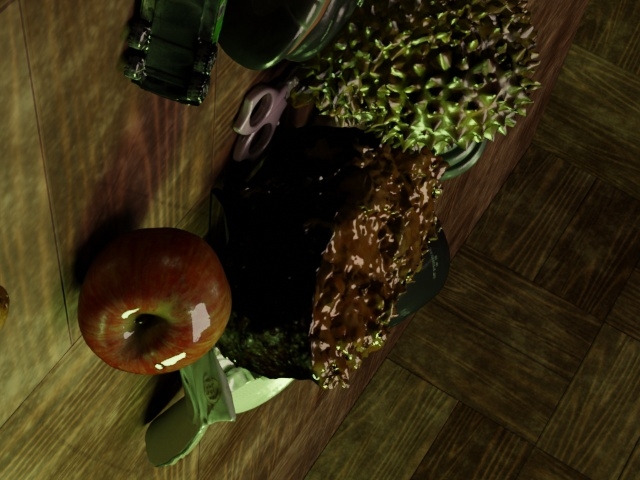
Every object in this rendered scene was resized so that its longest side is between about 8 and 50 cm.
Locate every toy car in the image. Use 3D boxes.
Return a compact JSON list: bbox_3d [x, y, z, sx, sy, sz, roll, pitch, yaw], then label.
[{"bbox_3d":[-0.109,-0.188,0.955,0.062,0.071,0.165,-69,178,-47],"label":"toy car"}]

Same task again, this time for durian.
[{"bbox_3d":[0.109,-0.218,1.314,0.258,0.293,0.258,-29,-123,59],"label":"durian"}]

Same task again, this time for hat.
[{"bbox_3d":[-0.132,0.159,1.543,0.301,0.168,0.258,-38,170,37],"label":"hat"}]

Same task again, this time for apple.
[{"bbox_3d":[-0.158,0.056,1.145,0.131,0.146,0.146,-80,-169,-61],"label":"apple"}]

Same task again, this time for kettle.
[{"bbox_3d":[0.045,0.032,1.850,0.290,0.207,0.268,-31,120,-49],"label":"kettle"}]

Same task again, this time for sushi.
[{"bbox_3d":[0.000,0.000,1.385,0.234,0.207,0.348,56,47,-41],"label":"sushi"}]

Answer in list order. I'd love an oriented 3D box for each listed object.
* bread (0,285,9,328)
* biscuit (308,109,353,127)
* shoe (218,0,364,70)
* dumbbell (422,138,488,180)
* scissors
[{"bbox_3d":[-0.274,0.042,0.875,0.052,0.044,0.157,-61,168,-9],"label":"bread"},{"bbox_3d":[0.016,-0.154,1.548,0.219,0.055,0.061,-65,161,16],"label":"biscuit"},{"bbox_3d":[0.015,-0.282,1.109,0.291,0.114,0.137,-59,163,7],"label":"shoe"},{"bbox_3d":[0.160,-0.213,1.702,0.179,0.179,0.406,-58,168,-9],"label":"dumbbell"},{"bbox_3d":[-0.037,-0.180,1.360,0.212,0.021,0.110,-53,163,-28],"label":"scissors"}]
